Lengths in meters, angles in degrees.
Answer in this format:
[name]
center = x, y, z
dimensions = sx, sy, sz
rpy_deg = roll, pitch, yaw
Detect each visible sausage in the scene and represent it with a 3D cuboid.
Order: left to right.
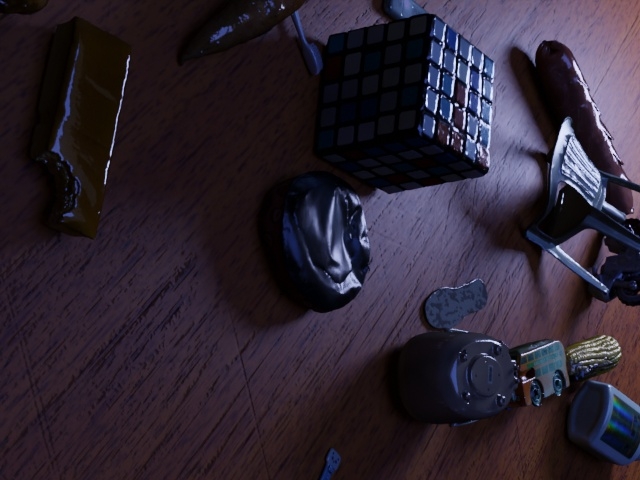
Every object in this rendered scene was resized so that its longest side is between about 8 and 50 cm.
[sausage]
center = 0.510, -0.199, 2.238
dimensions = 0.433, 0.088, 0.088
rpy_deg = 56, 45, -30

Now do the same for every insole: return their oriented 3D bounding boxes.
[insole]
center = 0.217, 0.100, 1.866
dimensions = 0.193, 0.006, 0.065
rpy_deg = -17, 97, -53

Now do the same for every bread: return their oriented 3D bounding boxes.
[bread]
center = -0.260, -0.118, 1.249
dimensions = 0.088, 0.049, 0.226
rpy_deg = 28, 63, -47

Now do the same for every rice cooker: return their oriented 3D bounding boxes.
[rice cooker]
center = 0.202, 0.202, 1.732
dimensions = 0.206, 0.127, 0.145
rpy_deg = 5, 80, -43

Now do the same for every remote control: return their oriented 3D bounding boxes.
[remote control]
center = 0.139, -0.354, 1.833
dimensions = 0.124, 0.018, 0.053
rpy_deg = 27, 65, -47

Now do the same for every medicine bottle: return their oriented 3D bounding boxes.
[medicine bottle]
center = 0.547, 0.351, 2.186
dimensions = 0.229, 0.083, 0.121
rpy_deg = 35, 71, -45

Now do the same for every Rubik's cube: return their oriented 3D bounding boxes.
[Rubik's cube]
center = 0.121, -0.186, 1.645
dimensions = 0.182, 0.184, 0.187
rpy_deg = 25, 66, -48

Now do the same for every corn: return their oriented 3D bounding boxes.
[corn]
center = 0.490, 0.217, 2.152
dimensions = 0.203, 0.072, 0.072
rpy_deg = -6, 89, -52

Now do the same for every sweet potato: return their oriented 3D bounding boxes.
[sweet potato]
center = -0.071, -0.301, 1.504
dimensions = 0.314, 0.066, 0.072
rpy_deg = -47, 126, -34

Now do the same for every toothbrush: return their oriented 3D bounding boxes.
[toothbrush]
center = -0.051, -0.354, 1.585
dimensions = 0.025, 0.019, 0.276
rpy_deg = -46, 120, -51

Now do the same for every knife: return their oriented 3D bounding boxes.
[knife]
center = 0.005, 0.320, 1.550
dimensions = 0.027, 0.010, 0.096
rpy_deg = 54, 46, -31

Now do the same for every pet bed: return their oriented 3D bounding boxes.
[pet bed]
center = 0.000, 0.000, 1.564
dimensions = 0.201, 0.053, 0.201
rpy_deg = 12, 75, -50

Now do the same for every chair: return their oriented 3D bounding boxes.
[chair]
center = 0.476, -0.073, 2.094
dimensions = 0.274, 0.190, 0.203
rpy_deg = 29, 56, -13

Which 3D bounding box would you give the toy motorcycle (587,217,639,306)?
[toy motorcycle]
center = 0.580, 0.048, 2.276
dimensions = 0.215, 0.122, 0.080
rpy_deg = -81, 152, -42

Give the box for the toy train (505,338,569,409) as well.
[toy train]
center = 0.349, 0.224, 1.966
dimensions = 0.188, 0.072, 0.099
rpy_deg = -12, 88, -52

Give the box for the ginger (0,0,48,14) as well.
[ginger]
center = -0.337, -0.272, 1.160
dimensions = 0.162, 0.073, 0.103
rpy_deg = 25, 51, -41
